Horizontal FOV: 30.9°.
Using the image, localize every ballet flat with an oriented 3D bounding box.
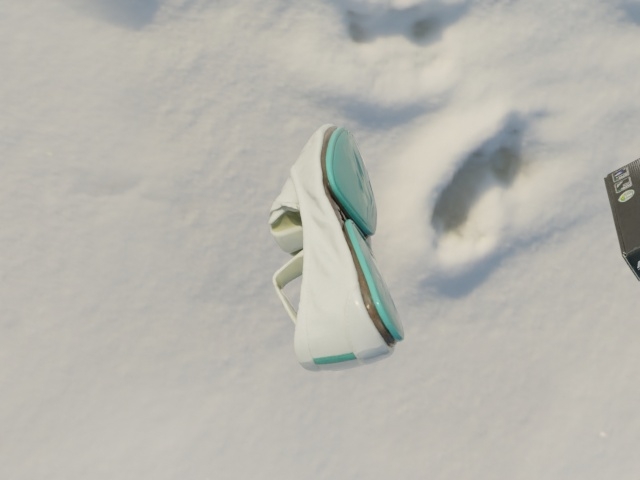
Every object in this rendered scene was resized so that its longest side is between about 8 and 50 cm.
[{"bbox_3d":[0.000,0.000,1.344,0.139,0.400,0.139,-3,128,-4],"label":"ballet flat"}]

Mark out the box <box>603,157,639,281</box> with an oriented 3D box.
[{"bbox_3d":[0.401,-0.057,1.223,0.045,0.191,0.184,54,23,-19],"label":"box"}]
